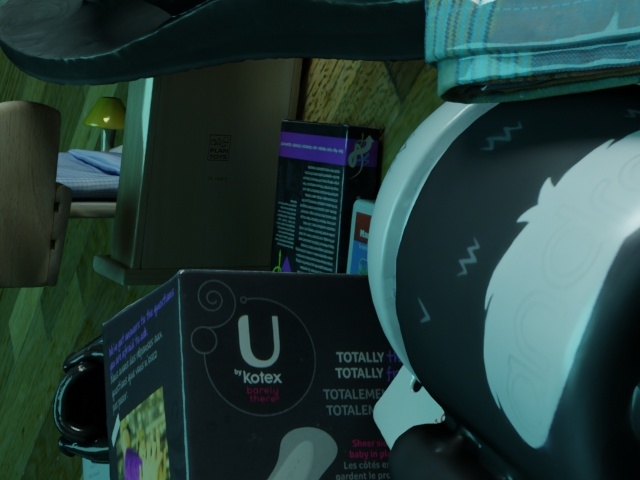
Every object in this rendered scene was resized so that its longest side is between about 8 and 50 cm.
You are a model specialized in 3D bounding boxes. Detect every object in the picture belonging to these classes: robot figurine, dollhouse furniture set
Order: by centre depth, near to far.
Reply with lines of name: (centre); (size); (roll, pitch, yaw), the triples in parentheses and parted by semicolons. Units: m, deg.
robot figurine: (0.132, 0.028, 0.675); (0.278, 0.209, 0.173); (-144, 43, -60)
dollhouse furniture set: (-0.194, -0.096, 1.246); (0.303, 0.286, 0.198); (20, 106, 52)

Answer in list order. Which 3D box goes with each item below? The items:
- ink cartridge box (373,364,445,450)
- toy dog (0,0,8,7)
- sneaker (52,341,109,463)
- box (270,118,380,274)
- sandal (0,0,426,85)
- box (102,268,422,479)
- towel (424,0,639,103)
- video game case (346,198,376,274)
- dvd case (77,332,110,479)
ink cartridge box: (0.104, 0.115, 0.825); (0.104, 0.061, 0.181); (-56, 37, 22)
toy dog: (-0.297, -0.269, 1.339); (0.395, 0.408, 0.284); (-128, 46, -55)
sneaker: (-0.165, 0.129, 1.330); (0.276, 0.135, 0.097); (-9, 80, 62)
box: (0.000, 0.000, 1.126); (0.116, 0.029, 0.162); (-165, 80, -65)
sandal: (-0.042, -0.179, 0.964); (0.446, 0.167, 0.107); (2, 127, 43)
box: (-0.023, 0.163, 0.937); (0.143, 0.165, 0.270); (150, 120, -61)
towel: (0.145, -0.244, 0.602); (0.271, 0.040, 0.370); (-4, 85, 41)
video game case: (0.059, 0.128, 0.991); (0.204, 0.025, 0.285); (-160, 74, -64)
dvd case: (-0.184, 0.205, 1.512); (0.180, 0.022, 0.253); (147, 122, -60)
